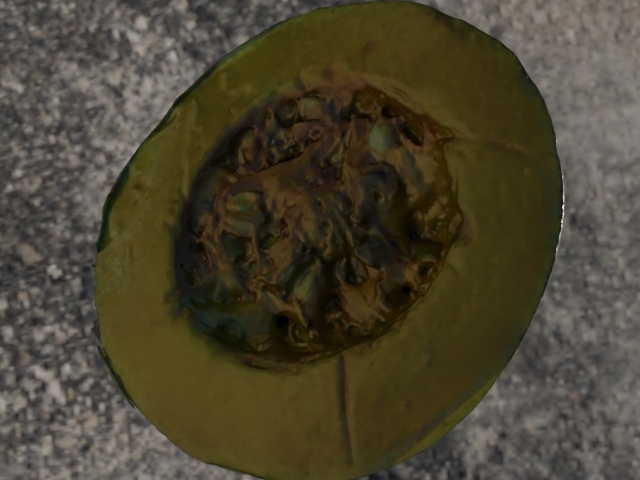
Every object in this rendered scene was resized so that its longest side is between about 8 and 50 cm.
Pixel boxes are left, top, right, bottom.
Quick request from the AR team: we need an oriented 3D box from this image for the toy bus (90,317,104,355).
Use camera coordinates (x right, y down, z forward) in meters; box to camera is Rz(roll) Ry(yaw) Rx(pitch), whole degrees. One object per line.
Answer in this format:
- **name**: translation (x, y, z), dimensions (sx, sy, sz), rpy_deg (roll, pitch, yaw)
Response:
- **toy bus**: translation (0.007, 0.011, 0.900), dimensions (0.317, 0.138, 0.112), rpy_deg (-42, 137, -12)

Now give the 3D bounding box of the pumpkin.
- **pumpkin**: translation (0.013, 0.005, 0.593), dimensions (0.110, 0.217, 0.217), rpy_deg (35, 54, -62)
